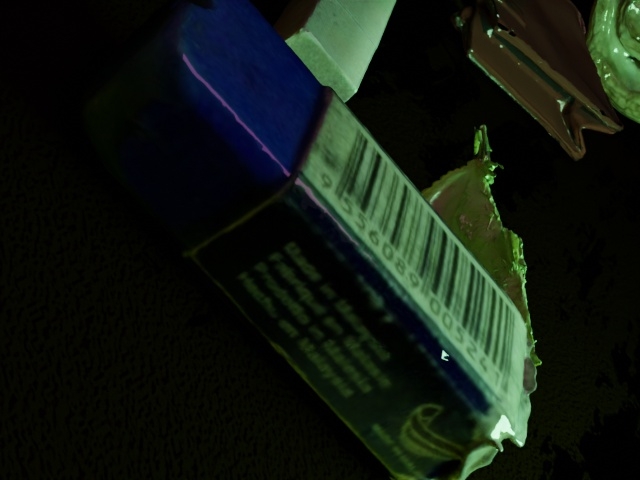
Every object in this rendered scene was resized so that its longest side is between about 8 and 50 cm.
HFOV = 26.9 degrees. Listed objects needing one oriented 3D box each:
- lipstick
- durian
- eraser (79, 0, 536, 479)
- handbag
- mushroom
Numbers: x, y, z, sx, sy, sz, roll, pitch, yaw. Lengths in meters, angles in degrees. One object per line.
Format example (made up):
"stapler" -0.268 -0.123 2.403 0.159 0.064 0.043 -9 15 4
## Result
"lipstick" 0.011 -0.186 1.120 0.068 0.066 0.317 49 25 -14
"durian" 0.112 0.012 1.017 0.086 0.100 0.215 32 40 -49
"eraser" 0.000 0.000 0.823 0.332 0.102 0.155 47 27 -17
"handbag" 0.252 -0.254 1.657 0.275 0.084 0.260 36 33 -36
"mushroom" 0.497 -0.289 2.062 0.267 0.164 0.189 54 20 3
